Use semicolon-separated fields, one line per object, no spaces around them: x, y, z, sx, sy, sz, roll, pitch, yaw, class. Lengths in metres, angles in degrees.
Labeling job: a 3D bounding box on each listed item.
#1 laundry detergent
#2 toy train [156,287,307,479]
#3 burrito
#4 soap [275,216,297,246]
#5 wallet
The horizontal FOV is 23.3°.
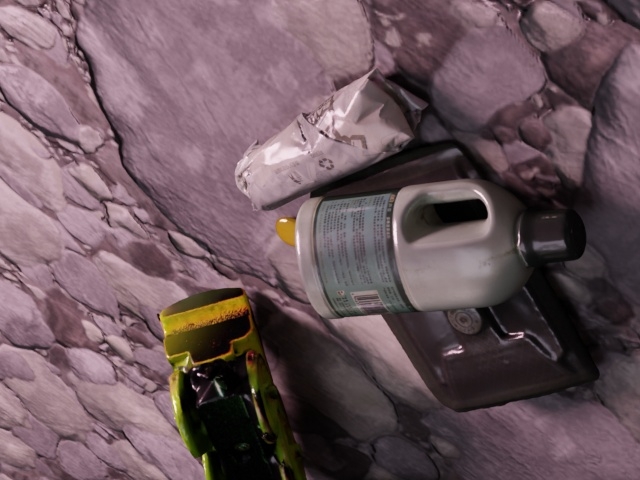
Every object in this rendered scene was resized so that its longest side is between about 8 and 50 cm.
0.091;0.005;1.178;0.226;0.070;0.099;-6;94;32;laundry detergent
-0.073;0.187;1.494;0.101;0.160;0.296;-15;133;1;toy train
-0.001;-0.075;1.222;0.064;0.064;0.203;48;140;-14;burrito
0.000;0.000;1.340;0.089;0.012;0.034;17;139;25;soap
0.106;0.035;1.266;0.169;0.052;0.245;-14;118;43;wallet
